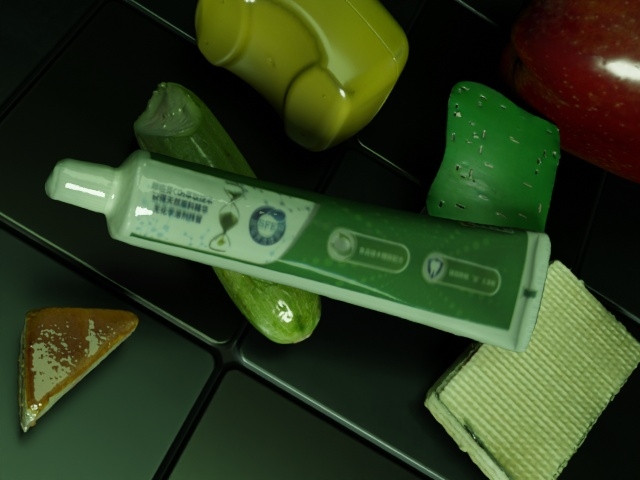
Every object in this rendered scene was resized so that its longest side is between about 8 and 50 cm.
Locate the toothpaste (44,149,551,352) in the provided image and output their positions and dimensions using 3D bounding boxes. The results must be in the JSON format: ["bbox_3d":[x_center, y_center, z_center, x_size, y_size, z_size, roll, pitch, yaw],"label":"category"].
[{"bbox_3d":[0.000,0.000,0.685,0.392,0.061,0.099,14,87,-22],"label":"toothpaste"}]

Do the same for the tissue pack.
[{"bbox_3d":[-0.011,-0.178,0.821,0.178,0.123,0.127,43,58,4],"label":"tissue pack"}]

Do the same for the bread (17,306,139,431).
[{"bbox_3d":[-0.183,0.074,0.652,0.062,0.043,0.109,42,56,0],"label":"bread"}]

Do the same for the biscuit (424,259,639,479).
[{"bbox_3d":[0.183,0.114,0.796,0.121,0.040,0.199,48,56,4],"label":"biscuit"}]

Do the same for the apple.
[{"bbox_3d":[0.332,-0.191,0.890,0.316,0.288,0.288,12,57,2],"label":"apple"}]

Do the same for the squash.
[{"bbox_3d":[-0.074,-0.025,0.741,0.069,0.069,0.239,-25,76,-33],"label":"squash"}]

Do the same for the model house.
[{"bbox_3d":[0.136,-0.043,0.833,0.117,0.088,0.167,23,54,-11],"label":"model house"}]
